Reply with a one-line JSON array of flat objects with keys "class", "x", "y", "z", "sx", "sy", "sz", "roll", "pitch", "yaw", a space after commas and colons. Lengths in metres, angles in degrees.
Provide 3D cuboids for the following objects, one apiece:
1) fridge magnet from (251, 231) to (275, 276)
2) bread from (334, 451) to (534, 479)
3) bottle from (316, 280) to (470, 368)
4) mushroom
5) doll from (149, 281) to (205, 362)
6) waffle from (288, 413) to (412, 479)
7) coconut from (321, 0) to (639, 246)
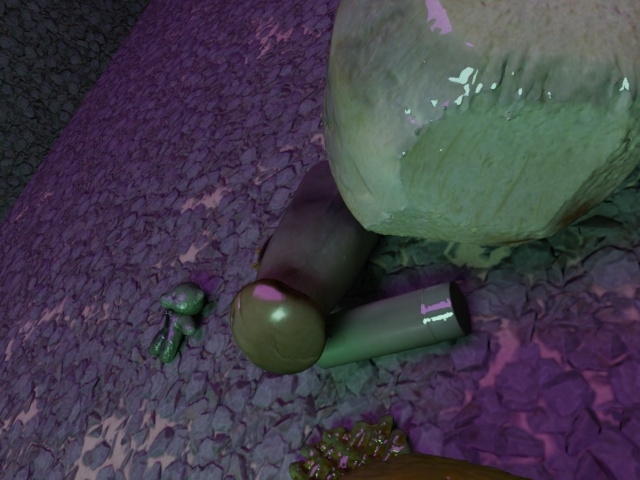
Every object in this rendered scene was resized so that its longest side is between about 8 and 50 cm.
[{"class": "fridge magnet", "x": -0.049, "y": 0.027, "z": 0.868, "sx": 0.143, "sy": 0.063, "sz": 0.143, "roll": -24, "pitch": 42, "yaw": 23}, {"class": "bread", "x": 0.110, "y": 0.312, "z": 0.293, "sx": 0.307, "sy": 0.348, "sz": 0.348, "roll": 0, "pitch": 57, "yaw": 47}, {"class": "bottle", "x": 0.084, "y": 0.111, "z": 0.678, "sx": 0.201, "sy": 0.072, "sz": 0.072, "roll": -20, "pitch": 46, "yaw": 27}, {"class": "mushroom", "x": 0.009, "y": -0.002, "z": 0.734, "sx": 0.154, "sy": 0.138, "sz": 0.407, "roll": -1, "pitch": 38, "yaw": 19}, {"class": "doll", "x": -0.263, "y": 0.142, "z": 0.952, "sx": 0.115, "sy": 0.077, "sz": 0.150, "roll": 10, "pitch": 75, "yaw": 56}, {"class": "waffle", "x": 0.033, "y": 0.289, "z": 0.599, "sx": 0.183, "sy": 0.036, "sz": 0.169, "roll": -32, "pitch": 40, "yaw": 15}, {"class": "coconut", "x": 0.193, "y": -0.161, "z": 0.621, "sx": 0.415, "sy": 0.415, "sz": 0.345, "roll": 0, "pitch": 69, "yaw": 41}]
